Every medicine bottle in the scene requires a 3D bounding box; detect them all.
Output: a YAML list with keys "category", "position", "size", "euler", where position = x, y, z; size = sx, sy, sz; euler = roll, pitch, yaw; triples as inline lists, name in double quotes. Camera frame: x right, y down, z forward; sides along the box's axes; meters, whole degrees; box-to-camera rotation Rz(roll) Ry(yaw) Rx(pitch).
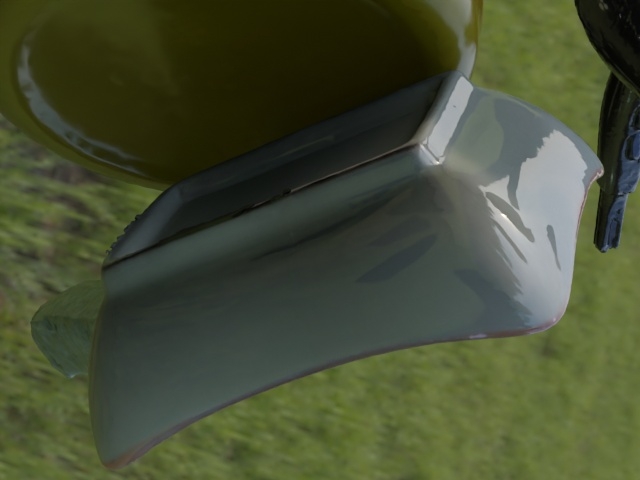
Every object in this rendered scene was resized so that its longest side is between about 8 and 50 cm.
- category: "medicine bottle"
  position: [-0.038, -0.232, 0.756]
  size: [0.224, 0.224, 0.384]
  euler: [70, 19, -59]

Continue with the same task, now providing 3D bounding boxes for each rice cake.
- category: "rice cake"
  position: [-0.143, 0.063, 1.122]
  size: [0.069, 0.206, 0.063]
  euler: [-31, 104, -25]

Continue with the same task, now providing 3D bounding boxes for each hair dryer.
- category: "hair dryer"
  position: [0.178, -0.051, 0.859]
  size: [0.219, 0.075, 0.195]
  euler: [90, -14, -53]

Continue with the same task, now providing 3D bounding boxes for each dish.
- category: "dish"
  position: [0.000, 0.000, 0.649]
  size: [0.077, 0.212, 0.151]
  euler: [61, 26, -17]
